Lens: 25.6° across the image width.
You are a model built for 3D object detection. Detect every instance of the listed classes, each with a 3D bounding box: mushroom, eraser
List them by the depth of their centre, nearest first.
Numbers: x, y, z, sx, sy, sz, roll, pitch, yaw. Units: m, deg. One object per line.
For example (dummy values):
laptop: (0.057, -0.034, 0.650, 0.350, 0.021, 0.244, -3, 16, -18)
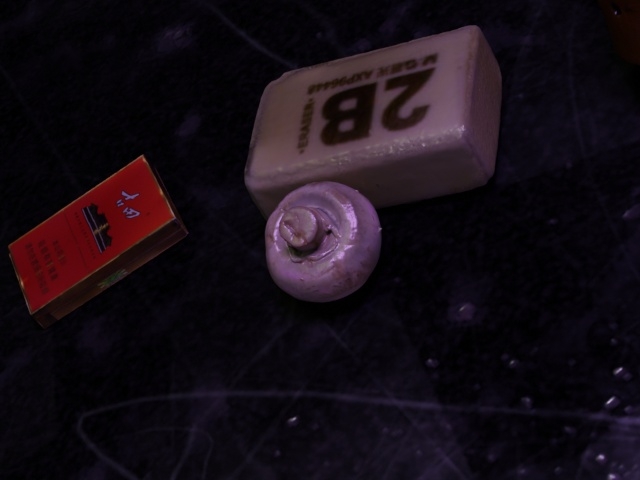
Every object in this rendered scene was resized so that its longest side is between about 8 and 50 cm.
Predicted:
mushroom: (0.000, 0.000, 0.935, 0.083, 0.067, 0.084, -8, 69, 21)
eraser: (0.037, -0.079, 0.990, 0.172, 0.058, 0.117, -11, 47, 24)

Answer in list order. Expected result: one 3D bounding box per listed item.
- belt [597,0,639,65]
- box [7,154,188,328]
belt: (0.293, -0.198, 0.868, 0.261, 0.105, 0.184, -15, 25, 20)
box: (-0.172, 0.000, 1.077, 0.133, 0.023, 0.090, -33, 45, 3)
